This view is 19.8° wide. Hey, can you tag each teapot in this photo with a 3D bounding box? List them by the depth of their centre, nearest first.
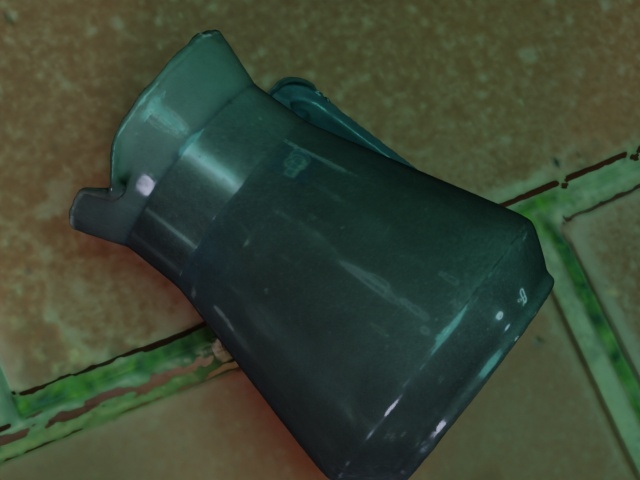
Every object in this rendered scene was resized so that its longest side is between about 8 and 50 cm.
[{"bbox_3d":[0.000,0.000,0.971,0.225,0.171,0.203,38,36,4],"label":"teapot"}]
